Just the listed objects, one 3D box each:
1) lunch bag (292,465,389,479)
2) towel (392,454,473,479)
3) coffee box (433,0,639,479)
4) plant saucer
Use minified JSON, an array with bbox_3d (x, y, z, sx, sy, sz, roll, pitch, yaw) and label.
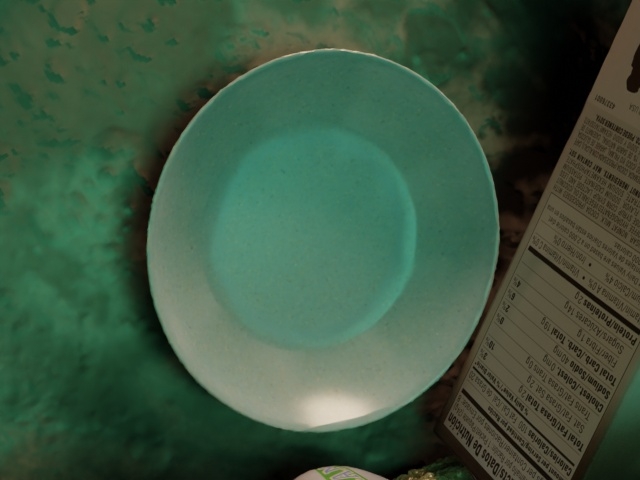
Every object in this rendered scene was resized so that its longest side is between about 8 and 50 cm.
[{"bbox_3d":[0.017,0.279,0.608,0.243,0.115,0.303,26,93,-16],"label":"lunch bag"},{"bbox_3d":[0.036,0.187,0.670,0.148,0.027,0.110,-24,107,-13],"label":"towel"},{"bbox_3d":[0.204,0.015,0.625,0.168,0.119,0.297,12,108,-31],"label":"coffee box"},{"bbox_3d":[0.000,0.000,0.627,0.194,0.037,0.195,-3,97,-24],"label":"plant saucer"}]
